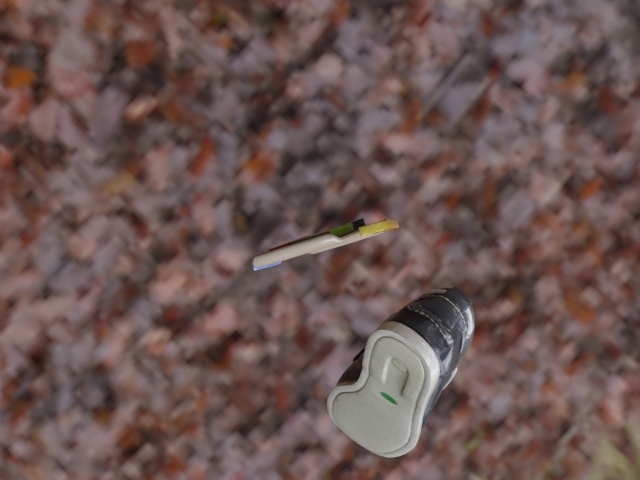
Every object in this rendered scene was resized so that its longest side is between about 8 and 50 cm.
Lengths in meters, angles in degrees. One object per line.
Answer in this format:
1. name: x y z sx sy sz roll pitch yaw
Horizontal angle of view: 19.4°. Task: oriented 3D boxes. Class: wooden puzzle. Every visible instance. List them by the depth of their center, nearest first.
1. wooden puzzle: 0.000 0.000 1.225 0.116 0.014 0.078 -17 178 24

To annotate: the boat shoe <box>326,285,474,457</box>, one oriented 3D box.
1. boat shoe: 0.067 0.111 1.518 0.079 0.084 0.233 -49 173 -29
